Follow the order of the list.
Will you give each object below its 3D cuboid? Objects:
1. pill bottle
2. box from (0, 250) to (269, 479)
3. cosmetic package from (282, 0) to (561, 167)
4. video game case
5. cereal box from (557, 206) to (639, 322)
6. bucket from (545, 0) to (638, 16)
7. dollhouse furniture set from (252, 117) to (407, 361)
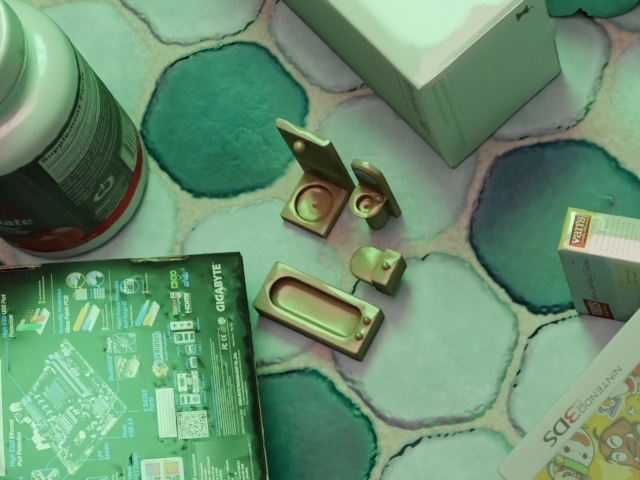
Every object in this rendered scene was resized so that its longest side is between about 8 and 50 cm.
[{"bbox_3d":[-0.287,-0.115,1.794,0.176,0.318,0.176,-5,68,13],"label":"pill bottle"},{"bbox_3d":[-0.200,0.155,1.738,0.293,0.073,0.295,-5,57,-6],"label":"box"},{"bbox_3d":[0.047,-0.266,1.843,0.155,0.197,0.365,-41,65,-4],"label":"cosmetic package"},{"bbox_3d":[0.285,0.202,1.621,0.227,0.026,0.206,47,116,18],"label":"video game case"},{"bbox_3d":[0.330,0.039,1.672,0.240,0.173,0.047,11,73,16],"label":"cereal box"},{"bbox_3d":[0.251,-0.367,1.839,0.281,0.183,0.281,-4,69,11],"label":"bucket"},{"bbox_3d":[0.000,0.000,1.789,0.144,0.123,0.151,24,77,20],"label":"dollhouse furniture set"}]
